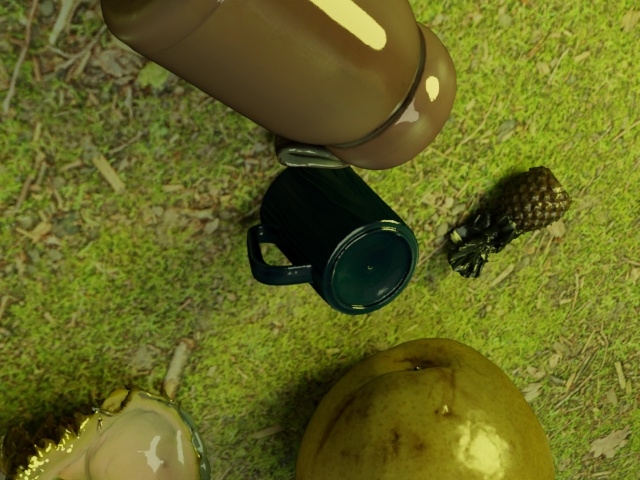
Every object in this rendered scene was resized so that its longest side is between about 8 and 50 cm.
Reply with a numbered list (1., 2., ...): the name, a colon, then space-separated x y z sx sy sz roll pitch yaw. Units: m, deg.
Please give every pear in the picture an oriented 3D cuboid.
1. pear: 0.115 0.276 1.000 0.315 0.314 0.314 -14 125 -21

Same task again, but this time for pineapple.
1. pineapple: 0.216 -0.018 1.023 0.159 0.074 0.074 -39 131 9

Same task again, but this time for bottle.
1. bottle: -0.028 -0.167 0.735 0.206 0.173 0.297 -30 140 33

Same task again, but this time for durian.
1. durian: -0.203 0.249 0.909 0.195 0.186 0.305 -53 128 -25

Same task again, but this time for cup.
1. cup: 0.006 0.006 0.869 0.150 0.138 0.113 -38 130 -3
